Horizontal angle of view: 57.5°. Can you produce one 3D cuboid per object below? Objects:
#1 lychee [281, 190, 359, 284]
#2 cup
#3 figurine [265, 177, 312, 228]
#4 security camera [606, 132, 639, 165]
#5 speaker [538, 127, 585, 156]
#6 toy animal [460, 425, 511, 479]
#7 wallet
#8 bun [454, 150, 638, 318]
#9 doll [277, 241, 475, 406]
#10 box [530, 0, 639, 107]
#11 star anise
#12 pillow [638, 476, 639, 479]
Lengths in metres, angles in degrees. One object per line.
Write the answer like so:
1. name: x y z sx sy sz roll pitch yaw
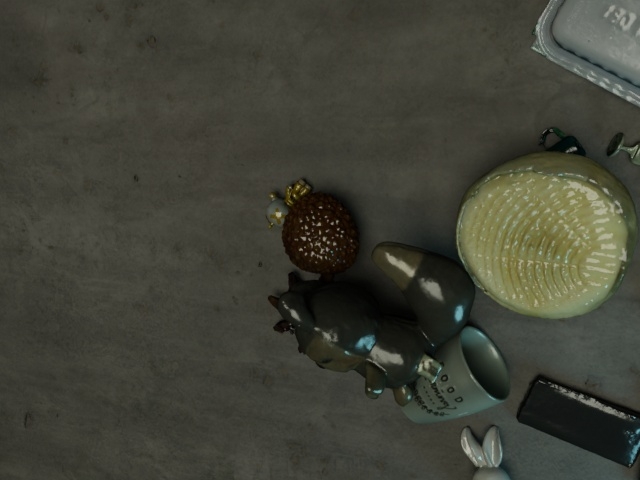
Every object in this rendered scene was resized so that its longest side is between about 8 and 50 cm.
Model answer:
1. lychee: 0.000 0.000 1.424 0.200 0.200 0.238 -4 100 21
2. cup: 0.286 0.305 1.409 0.234 0.186 0.258 -35 80 33
3. figurine: -0.078 -0.090 1.497 0.143 0.068 0.101 -25 102 7
4. security camera: 0.653 -0.185 1.213 0.092 0.058 0.058 22 111 1
5. speaker: 0.517 -0.198 1.258 0.075 0.060 0.094 -35 55 25
6. toy animal: 0.419 0.585 1.458 0.104 0.131 0.220 -22 93 38
7. wallet: 0.626 0.431 1.390 0.286 0.030 0.146 20 115 13
8. bun: 0.474 -0.024 1.230 0.365 0.202 0.364 12 121 21
9. doll: 0.113 0.150 1.320 0.382 0.252 0.378 32 94 -5
10. box: 0.587 -0.412 1.098 0.337 0.106 0.264 36 123 18
11. star anise: -0.023 0.199 1.530 0.272 0.102 0.271 5 107 16
12. pillow: 0.835 0.491 1.320 0.189 0.034 0.255 7 109 13
